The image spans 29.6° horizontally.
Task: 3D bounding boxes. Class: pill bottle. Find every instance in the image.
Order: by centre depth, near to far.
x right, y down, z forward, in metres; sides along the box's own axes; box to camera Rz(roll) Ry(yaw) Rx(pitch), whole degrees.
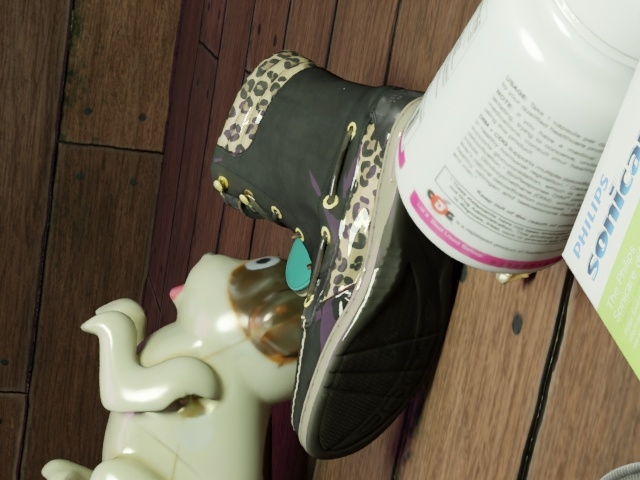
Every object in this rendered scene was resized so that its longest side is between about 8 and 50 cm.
[{"bbox_3d":[0.169,-0.107,0.820,0.283,0.160,0.160,121,150,-56],"label":"pill bottle"}]

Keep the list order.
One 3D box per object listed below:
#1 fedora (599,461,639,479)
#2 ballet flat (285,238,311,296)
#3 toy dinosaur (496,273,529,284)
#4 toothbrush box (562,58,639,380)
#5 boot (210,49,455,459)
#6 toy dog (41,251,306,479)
[{"bbox_3d":[0.168,0.263,0.771,0.275,0.124,0.243,171,104,-73],"label":"fedora"},{"bbox_3d":[0.040,-0.034,1.364,0.086,0.086,0.248,-106,35,-51],"label":"ballet flat"},{"bbox_3d":[0.159,-0.067,1.054,0.112,0.064,0.211,-12,82,54],"label":"toy dinosaur"},{"bbox_3d":[0.248,0.006,0.588,0.283,0.122,0.206,-111,30,-55],"label":"toothbrush box"},{"bbox_3d":[0.000,0.000,1.239,0.284,0.138,0.377,33,115,46],"label":"boot"},{"bbox_3d":[-0.135,0.204,1.496,0.408,0.395,0.284,-61,-9,-2],"label":"toy dog"}]
